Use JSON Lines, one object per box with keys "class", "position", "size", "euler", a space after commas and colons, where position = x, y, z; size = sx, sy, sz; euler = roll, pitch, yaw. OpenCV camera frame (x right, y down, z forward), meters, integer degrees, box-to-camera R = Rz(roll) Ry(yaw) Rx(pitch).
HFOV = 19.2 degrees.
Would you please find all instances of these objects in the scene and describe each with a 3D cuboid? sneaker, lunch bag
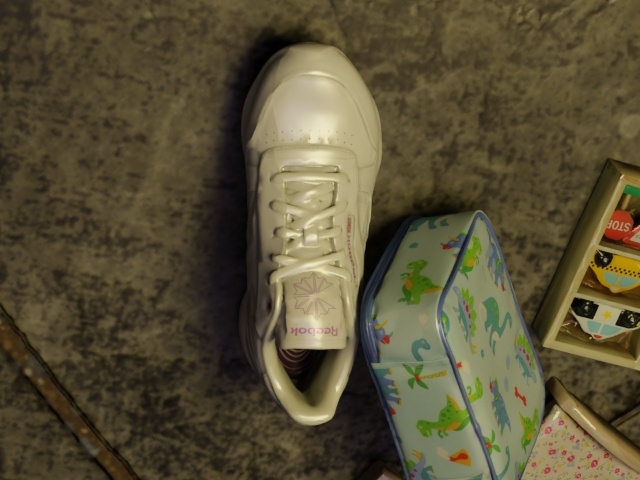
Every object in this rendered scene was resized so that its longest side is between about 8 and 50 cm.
{"class": "sneaker", "position": [0.000, 0.000, 1.464], "size": [0.114, 0.152, 0.305], "euler": [-3, 114, -9]}
{"class": "lunch bag", "position": [0.110, 0.095, 1.526], "size": [0.090, 0.176, 0.219], "euler": [-5, 124, 26]}

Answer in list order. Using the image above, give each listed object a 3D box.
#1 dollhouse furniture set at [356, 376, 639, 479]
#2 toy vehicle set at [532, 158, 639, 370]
{"class": "dollhouse furniture set", "position": [0.263, 0.239, 1.627], "size": [0.355, 0.174, 0.303], "euler": [37, 102, -26]}
{"class": "toy vehicle set", "position": [0.334, 0.041, 1.625], "size": [0.266, 0.035, 0.166], "euler": [14, 111, -19]}
